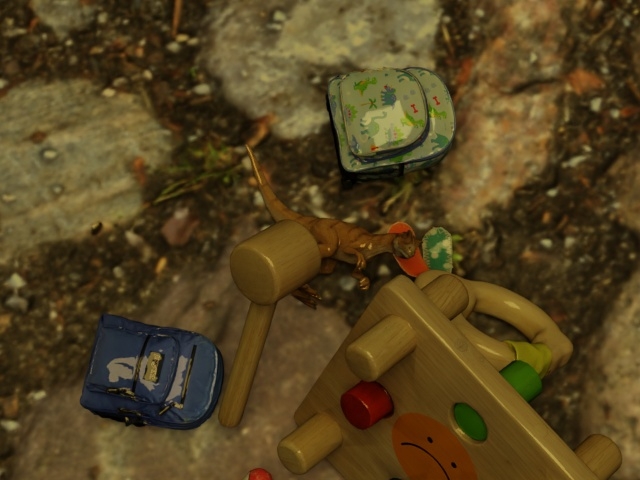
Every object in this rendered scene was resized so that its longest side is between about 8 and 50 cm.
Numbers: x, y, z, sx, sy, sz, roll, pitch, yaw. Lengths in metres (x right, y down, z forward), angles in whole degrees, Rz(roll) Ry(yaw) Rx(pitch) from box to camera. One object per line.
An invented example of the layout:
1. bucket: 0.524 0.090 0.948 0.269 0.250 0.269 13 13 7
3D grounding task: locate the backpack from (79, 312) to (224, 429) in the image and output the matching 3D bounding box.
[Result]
1. backpack: -0.150 0.124 1.569 0.120 0.101 0.098 13 83 2

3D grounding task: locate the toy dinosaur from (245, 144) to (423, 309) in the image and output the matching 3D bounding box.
1. toy dinosaur: 0.000 0.000 1.619 0.211 0.064 0.112 20 74 28

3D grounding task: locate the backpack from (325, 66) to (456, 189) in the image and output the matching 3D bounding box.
1. backpack: 0.068 -0.112 1.629 0.114 0.084 0.105 -9 78 -3

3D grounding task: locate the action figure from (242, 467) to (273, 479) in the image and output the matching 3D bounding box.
1. action figure: -0.134 0.306 1.506 0.091 0.139 0.280 37 77 9

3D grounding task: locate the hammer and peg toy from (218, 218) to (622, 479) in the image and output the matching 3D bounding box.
1. hammer and peg toy: 0.066 0.146 1.487 0.361 0.266 0.127 46 54 13

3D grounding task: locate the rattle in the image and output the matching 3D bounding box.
1. rattle: 0.124 0.093 1.602 0.200 0.142 0.130 33 46 25
